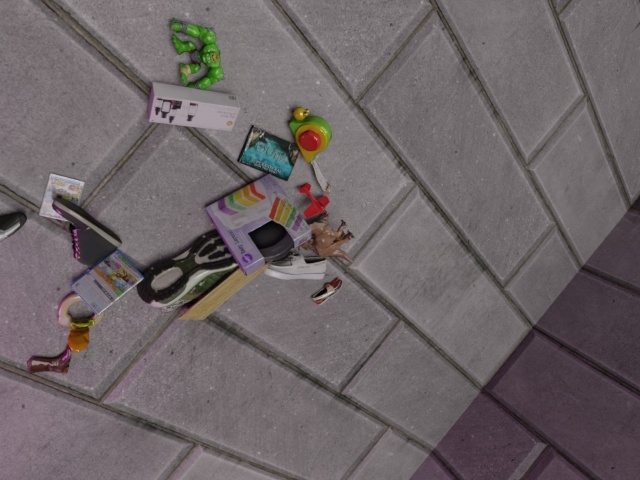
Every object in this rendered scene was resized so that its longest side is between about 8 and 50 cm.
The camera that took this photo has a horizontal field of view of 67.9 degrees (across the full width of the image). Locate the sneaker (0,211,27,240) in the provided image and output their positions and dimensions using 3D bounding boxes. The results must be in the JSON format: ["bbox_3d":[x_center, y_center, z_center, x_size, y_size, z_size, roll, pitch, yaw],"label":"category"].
[{"bbox_3d":[-0.884,-0.040,1.200,0.228,0.086,0.132,-32,121,-13],"label":"sneaker"}]

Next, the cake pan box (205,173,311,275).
[{"bbox_3d":[-0.192,-0.050,1.496,0.245,0.267,0.070,-30,159,-13],"label":"cake pan box"}]

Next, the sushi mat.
[{"bbox_3d":[-0.313,0.164,1.568,0.316,0.019,0.151,-39,160,7],"label":"sushi mat"}]

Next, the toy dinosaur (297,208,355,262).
[{"bbox_3d":[0.000,0.000,1.705,0.200,0.127,0.296,-41,129,-8],"label":"toy dinosaur"}]

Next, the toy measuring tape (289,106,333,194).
[{"bbox_3d":[0.005,-0.297,1.575,0.121,0.121,0.330,-36,124,-12],"label":"toy measuring tape"}]

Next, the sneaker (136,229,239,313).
[{"bbox_3d":[-0.382,0.106,1.551,0.410,0.158,0.182,-27,152,-19],"label":"sneaker"}]

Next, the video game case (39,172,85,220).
[{"bbox_3d":[-0.712,-0.117,1.309,0.087,0.011,0.122,15,103,-33],"label":"video game case"}]

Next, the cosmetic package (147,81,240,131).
[{"bbox_3d":[-0.357,-0.373,1.346,0.238,0.061,0.099,0,149,-29],"label":"cosmetic package"}]

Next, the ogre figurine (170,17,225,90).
[{"bbox_3d":[-0.335,-0.509,1.311,0.118,0.097,0.197,-11,102,-6],"label":"ogre figurine"}]

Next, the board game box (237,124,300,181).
[{"bbox_3d":[-0.163,-0.281,1.544,0.186,0.026,0.126,17,102,-34],"label":"board game box"}]

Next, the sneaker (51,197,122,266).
[{"bbox_3d":[-0.674,-0.014,1.321,0.118,0.083,0.222,-45,133,-5],"label":"sneaker"}]

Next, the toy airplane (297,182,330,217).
[{"bbox_3d":[-0.023,-0.139,1.636,0.151,0.151,0.028,7,145,-32],"label":"toy airplane"}]

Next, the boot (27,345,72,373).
[{"bbox_3d":[-0.821,0.358,1.441,0.114,0.037,0.107,13,102,-29],"label":"boot"}]

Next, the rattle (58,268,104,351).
[{"bbox_3d":[-0.684,0.196,1.389,0.130,0.143,0.200,37,97,-17],"label":"rattle"}]

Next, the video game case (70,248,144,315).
[{"bbox_3d":[-0.627,0.122,1.402,0.166,0.015,0.119,-43,90,-21],"label":"video game case"}]

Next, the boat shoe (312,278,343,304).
[{"bbox_3d":[0.028,0.194,1.850,0.137,0.049,0.043,-40,123,-3],"label":"boat shoe"}]

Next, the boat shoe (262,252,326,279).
[{"bbox_3d":[-0.087,0.088,1.708,0.267,0.096,0.088,6,104,-33],"label":"boat shoe"}]
